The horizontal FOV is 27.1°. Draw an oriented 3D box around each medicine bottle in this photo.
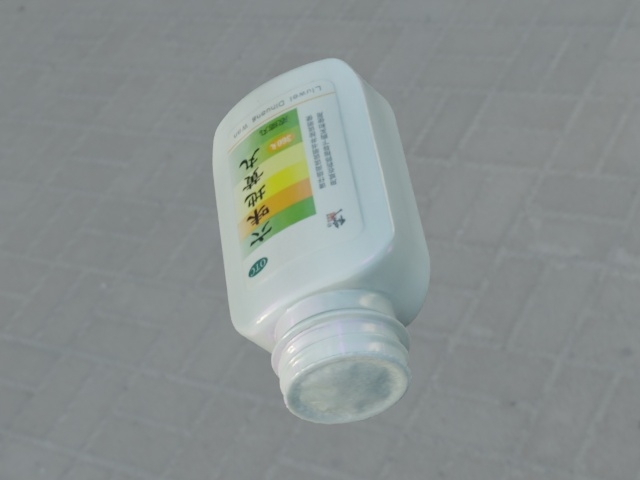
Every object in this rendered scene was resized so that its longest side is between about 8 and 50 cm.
[{"bbox_3d":[0.000,0.000,1.194,0.179,0.124,0.324,-28,51,22],"label":"medicine bottle"}]
